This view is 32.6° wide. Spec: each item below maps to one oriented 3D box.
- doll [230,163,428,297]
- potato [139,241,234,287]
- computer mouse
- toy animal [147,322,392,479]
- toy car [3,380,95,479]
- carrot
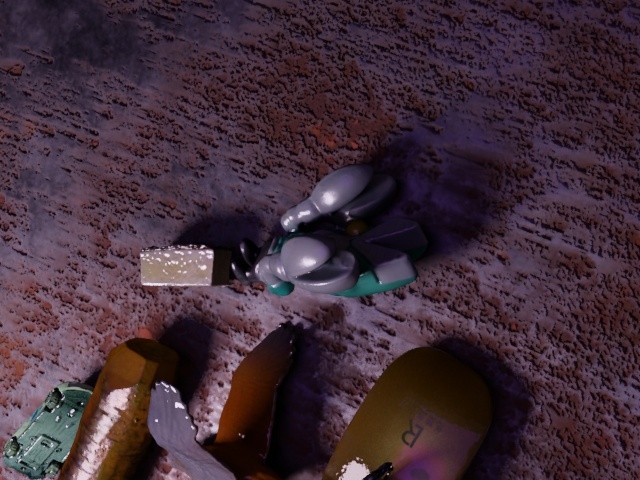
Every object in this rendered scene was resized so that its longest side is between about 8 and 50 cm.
[{"bbox_3d":[0.001,0.015,1.391,0.258,0.153,0.195,-25,42,10],"label":"doll"},{"bbox_3d":[-0.188,0.036,1.522,0.122,0.086,0.061,-2,85,19],"label":"potato"},{"bbox_3d":[0.101,0.286,1.386,0.158,0.072,0.310,34,103,24],"label":"computer mouse"},{"bbox_3d":[-0.070,0.306,1.437,0.284,0.225,0.302,38,127,22],"label":"toy animal"},{"bbox_3d":[-0.392,0.278,1.622,0.093,0.058,0.186,35,107,-24],"label":"toy car"},{"bbox_3d":[-0.293,0.282,1.552,0.114,0.114,0.302,32,105,23],"label":"carrot"}]
